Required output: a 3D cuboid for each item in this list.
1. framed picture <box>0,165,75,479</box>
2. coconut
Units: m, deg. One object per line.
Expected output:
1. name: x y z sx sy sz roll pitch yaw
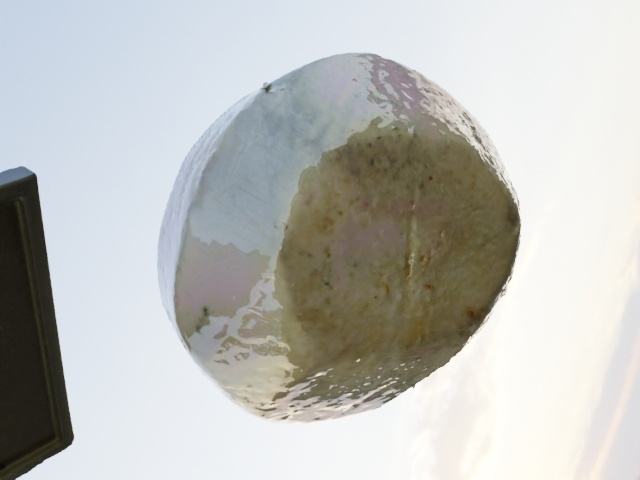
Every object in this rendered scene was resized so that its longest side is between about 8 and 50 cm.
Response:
1. framed picture: -0.264 0.099 0.401 0.289 0.016 0.213 -27 -47 -39
2. coconut: 0.000 0.000 0.504 0.197 0.237 0.237 38 -114 -20
